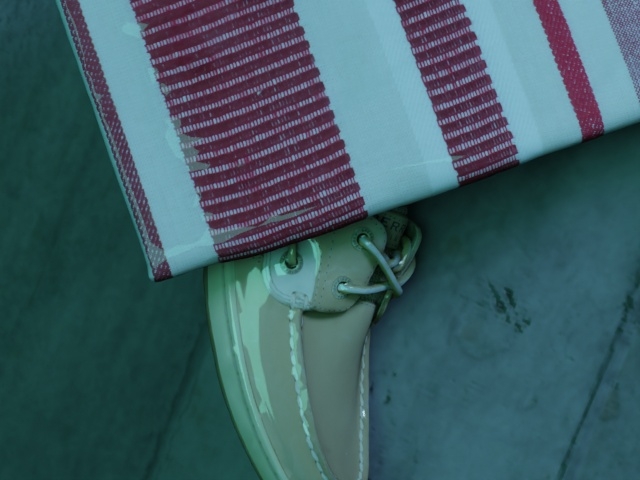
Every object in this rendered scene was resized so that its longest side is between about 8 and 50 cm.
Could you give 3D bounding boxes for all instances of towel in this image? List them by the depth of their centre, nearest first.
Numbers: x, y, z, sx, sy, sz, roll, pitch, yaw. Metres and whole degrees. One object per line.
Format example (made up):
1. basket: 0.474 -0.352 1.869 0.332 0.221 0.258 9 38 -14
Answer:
1. towel: 0.031 -0.136 1.028 0.329 0.037 0.237 -19 79 -3

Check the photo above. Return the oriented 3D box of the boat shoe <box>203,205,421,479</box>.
1. boat shoe: 0.000 0.000 1.061 0.098 0.109 0.302 -11 78 22
